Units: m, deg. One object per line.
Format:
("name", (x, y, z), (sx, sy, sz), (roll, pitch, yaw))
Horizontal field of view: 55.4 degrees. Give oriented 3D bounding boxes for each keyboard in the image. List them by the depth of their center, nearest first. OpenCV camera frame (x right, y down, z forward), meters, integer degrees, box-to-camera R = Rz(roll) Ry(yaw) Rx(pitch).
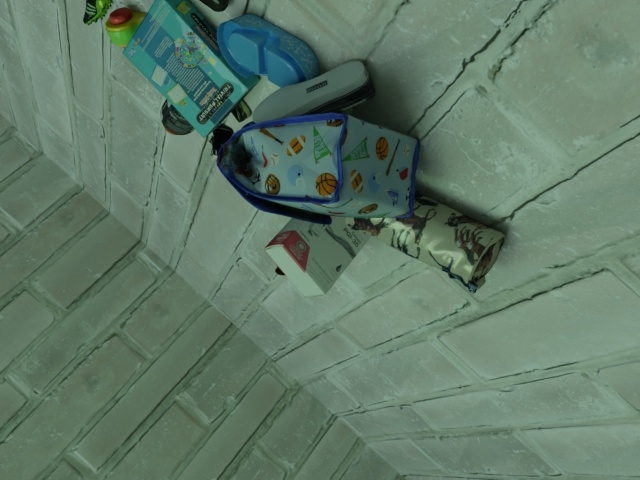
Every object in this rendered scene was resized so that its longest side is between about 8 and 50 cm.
("keyboard", (-0.330, -0.330, 2.080), (0.100, 0.038, 0.192), (12, 146, 6))

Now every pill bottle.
("pill bottle", (-0.441, -0.420, 1.967), (0.130, 0.130, 0.245), (47, 153, -11))

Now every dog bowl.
("dog bowl", (-0.128, -0.466, 1.544), (0.297, 0.074, 0.166), (33, 152, 16))

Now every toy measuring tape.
("toy measuring tape", (-0.543, -0.622, 1.822), (0.330, 0.121, 0.121), (23, 148, 32))

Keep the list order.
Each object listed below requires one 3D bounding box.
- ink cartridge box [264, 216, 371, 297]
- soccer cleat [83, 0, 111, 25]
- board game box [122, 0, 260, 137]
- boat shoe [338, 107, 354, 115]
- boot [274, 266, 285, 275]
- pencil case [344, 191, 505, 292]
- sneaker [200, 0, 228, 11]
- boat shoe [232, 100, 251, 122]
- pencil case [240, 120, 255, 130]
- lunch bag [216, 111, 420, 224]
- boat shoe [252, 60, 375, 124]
("ink cartridge box", (0.000, 0.000, 1.839), (0.207, 0.283, 0.117), (50, 149, -17))
("soccer cleat", (-0.720, -0.746, 1.943), (0.179, 0.060, 0.072), (-13, 112, 51))
("board game box", (-0.369, -0.496, 1.731), (0.336, 0.079, 0.253), (47, 133, -10))
("boat shoe", (0.026, -0.336, 1.577), (0.153, 0.048, 0.056), (18, 158, 51))
("boot", (-0.080, 0.055, 2.170), (0.073, 0.152, 0.197), (44, 153, -4))
("pencil case", (0.261, -0.021, 1.591), (0.410, 0.160, 0.184), (28, 129, 25))
("sneaker", (-0.379, -0.668, 1.504), (0.330, 0.146, 0.122), (42, 152, -3))
("boat shoe", (-0.270, -0.422, 1.824), (0.152, 0.049, 0.056), (51, 153, -17))
("pencil case", (-0.167, -0.238, 1.876), (0.119, 0.133, 0.306), (46, 158, 27))
("lunch bag", (-0.010, -0.163, 1.467), (0.385, 0.239, 0.327), (7, 180, 38))
("boat shoe", (-0.015, -0.324, 1.459), (0.301, 0.108, 0.102), (-21, 138, 16))
